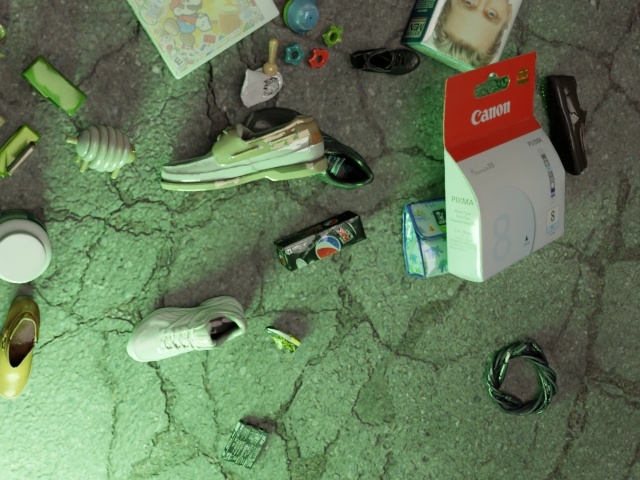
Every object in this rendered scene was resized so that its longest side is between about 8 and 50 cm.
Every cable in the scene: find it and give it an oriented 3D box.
[{"bbox_3d":[0.442,0.314,2.043,0.150,0.047,0.185,-30,110,-12],"label":"cable"}]

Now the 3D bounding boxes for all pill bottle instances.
[{"bbox_3d":[-0.504,0.012,1.556,0.108,0.180,0.108,-4,103,-19],"label":"pill bottle"}]

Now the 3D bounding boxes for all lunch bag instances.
[{"bbox_3d":[0.237,-0.009,1.877,0.128,0.096,0.151,-11,95,-21],"label":"lunch bag"}]

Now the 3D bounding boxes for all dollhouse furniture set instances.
[{"bbox_3d":[-0.562,-0.263,1.492,0.301,0.151,0.197,42,85,-22],"label":"dollhouse furniture set"}]

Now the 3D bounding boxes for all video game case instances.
[{"bbox_3d":[-0.216,-0.433,1.652,0.227,0.026,0.206,-35,111,-10],"label":"video game case"}]

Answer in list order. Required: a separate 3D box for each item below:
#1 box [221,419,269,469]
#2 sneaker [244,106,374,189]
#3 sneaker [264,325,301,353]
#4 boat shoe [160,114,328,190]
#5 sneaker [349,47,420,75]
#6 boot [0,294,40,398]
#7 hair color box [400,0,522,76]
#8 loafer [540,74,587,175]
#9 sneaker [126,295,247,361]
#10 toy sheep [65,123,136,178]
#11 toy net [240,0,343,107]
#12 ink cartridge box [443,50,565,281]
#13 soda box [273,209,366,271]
[{"bbox_3d":[-0.150,0.407,1.859,0.067,0.018,0.083,26,92,-23],"label":"box"},{"bbox_3d":[-0.013,-0.172,1.741,0.267,0.106,0.101,22,96,-21],"label":"sneaker"},{"bbox_3d":[-0.077,0.197,1.834,0.083,0.031,0.035,30,90,-23],"label":"sneaker"},{"bbox_3d":[-0.142,-0.157,1.665,0.302,0.113,0.103,-9,107,3],"label":"boat shoe"},{"bbox_3d":[0.124,-0.338,1.764,0.170,0.089,0.051,-2,102,-20],"label":"sneaker"},{"bbox_3d":[-0.524,0.198,1.603,0.073,0.152,0.197,6,99,-21],"label":"boot"},{"bbox_3d":[0.303,-0.507,1.787,0.173,0.105,0.347,19,95,-22],"label":"hair color box"},{"bbox_3d":[0.525,-0.243,1.937,0.078,0.080,0.220,-20,107,-15],"label":"loafer"},{"bbox_3d":[-0.242,0.168,1.721,0.232,0.115,0.090,-20,107,-15],"label":"sneaker"},{"bbox_3d":[-0.380,-0.159,1.619,0.132,0.091,0.091,8,99,-40],"label":"toy sheep"},{"bbox_3d":[-0.065,-0.335,1.724,0.232,0.045,0.122,-51,131,-1],"label":"toy net"},{"bbox_3d":[0.366,-0.149,1.810,0.308,0.091,0.385,-23,119,-41],"label":"ink cartridge box"},{"bbox_3d":[0.000,0.000,1.805,0.168,0.060,0.053,-24,109,-14],"label":"soda box"}]
